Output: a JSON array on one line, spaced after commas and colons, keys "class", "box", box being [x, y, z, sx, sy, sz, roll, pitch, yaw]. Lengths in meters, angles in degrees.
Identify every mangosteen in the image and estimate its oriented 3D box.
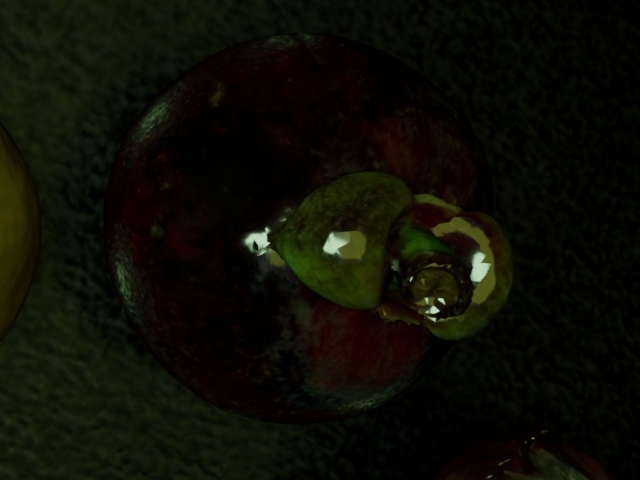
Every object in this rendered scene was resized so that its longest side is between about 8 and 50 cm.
[{"class": "mangosteen", "box": [-0.009, -0.005, 0.784, 0.216, 0.216, 0.216, -1, 92, -19]}]

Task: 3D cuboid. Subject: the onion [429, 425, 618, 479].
[{"class": "onion", "box": [0.132, 0.250, 0.842, 0.195, 0.272, 0.272, -34, 105, 24]}]

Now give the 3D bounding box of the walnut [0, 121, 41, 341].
[{"class": "walnut", "box": [-0.279, 0.015, 0.703, 0.297, 0.203, 0.203, -22, 99, -23]}]
